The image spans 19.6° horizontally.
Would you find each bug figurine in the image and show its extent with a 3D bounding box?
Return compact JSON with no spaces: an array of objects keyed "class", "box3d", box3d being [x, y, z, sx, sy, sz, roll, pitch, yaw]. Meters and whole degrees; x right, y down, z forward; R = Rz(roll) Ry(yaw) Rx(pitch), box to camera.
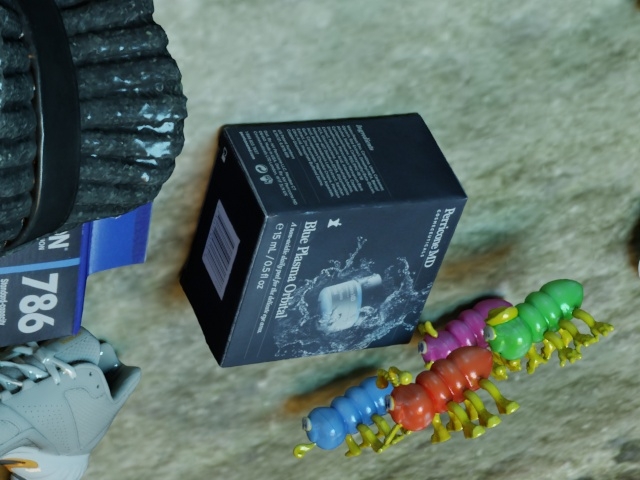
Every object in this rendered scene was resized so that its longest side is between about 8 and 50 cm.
[{"class":"bug figurine","box3d":[0.096,0.101,1.436,0.216,0.072,0.279,-31,-179,-22]}]

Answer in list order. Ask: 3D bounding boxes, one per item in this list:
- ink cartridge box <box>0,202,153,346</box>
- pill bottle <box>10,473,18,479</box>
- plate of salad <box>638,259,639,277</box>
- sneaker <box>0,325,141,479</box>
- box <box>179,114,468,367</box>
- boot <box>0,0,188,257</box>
[{"class":"ink cartridge box","box3d":[-0.256,0.004,1.208,0.333,0.065,0.165,-11,138,-20]},{"class":"pill bottle","box3d":[-0.227,0.208,1.468,0.043,0.043,0.083,-7,137,-22]},{"class":"plate of salad","box3d":[0.353,-0.018,1.535,0.200,0.048,0.200,-15,151,-9]},{"class":"sneaker","box3d":[-0.219,0.104,1.298,0.121,0.099,0.262,-50,162,9]},{"class":"box","box3d":[0.000,0.000,1.322,0.158,0.093,0.156,-6,137,-25]},{"class":"boot","box3d":[-0.185,-0.130,0.892,0.260,0.131,0.348,-31,138,-43]}]
